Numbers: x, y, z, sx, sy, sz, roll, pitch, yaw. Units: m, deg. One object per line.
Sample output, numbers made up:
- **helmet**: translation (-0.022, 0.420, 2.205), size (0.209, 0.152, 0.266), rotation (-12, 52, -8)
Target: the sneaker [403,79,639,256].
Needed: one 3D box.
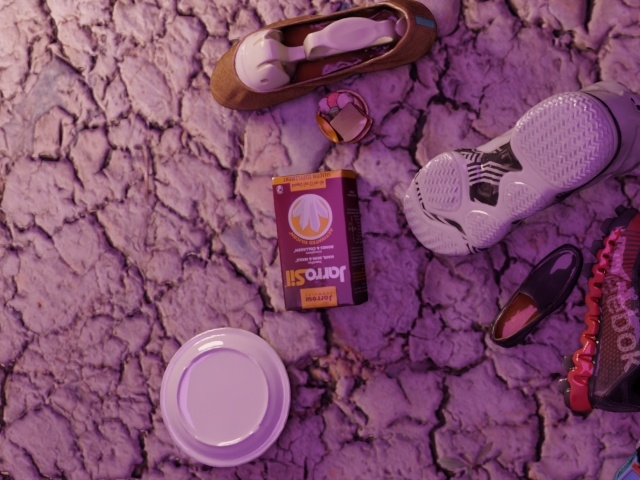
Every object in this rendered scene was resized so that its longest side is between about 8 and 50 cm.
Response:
- **sneaker**: translation (0.282, -0.093, 1.529), size (0.366, 0.210, 0.137), rotation (-32, 80, 49)

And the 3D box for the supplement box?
- **supplement box**: translation (0.000, 0.000, 1.634), size (0.104, 0.081, 0.188), rotation (-6, 90, 16)

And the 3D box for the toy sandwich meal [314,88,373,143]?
- **toy sandwich meal**: translation (0.031, -0.173, 1.649), size (0.085, 0.029, 0.085), rotation (0, 91, 16)

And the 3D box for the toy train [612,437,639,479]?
- **toy train**: translation (0.467, 0.333, 1.510), size (0.184, 0.080, 0.105), rotation (41, 110, 9)

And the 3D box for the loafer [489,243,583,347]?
- **loafer**: translation (0.288, 0.077, 1.562), size (0.062, 0.061, 0.170), rotation (38, 100, 13)

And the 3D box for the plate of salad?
- **plate of salad**: translation (-0.135, 0.226, 1.695), size (0.200, 0.048, 0.200), rotation (-3, 80, 15)

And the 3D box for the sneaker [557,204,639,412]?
- **sneaker**: translation (0.398, 0.097, 1.505), size (0.135, 0.097, 0.276), rotation (13, 97, 27)

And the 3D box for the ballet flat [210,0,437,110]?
- **ballet flat**: translation (-0.012, -0.260, 1.611), size (0.342, 0.124, 0.116), rotation (-10, 88, 16)
